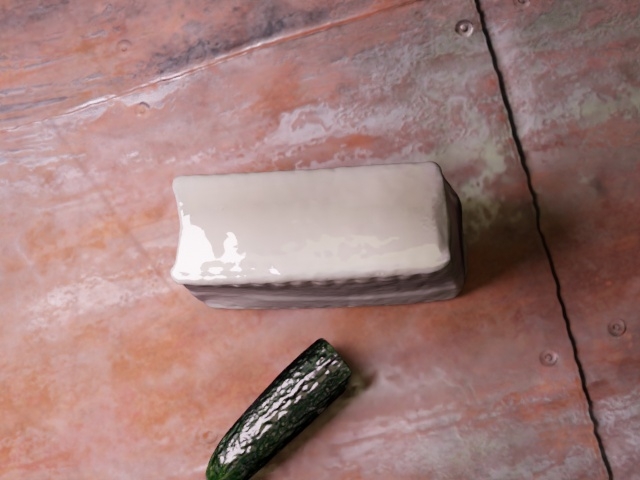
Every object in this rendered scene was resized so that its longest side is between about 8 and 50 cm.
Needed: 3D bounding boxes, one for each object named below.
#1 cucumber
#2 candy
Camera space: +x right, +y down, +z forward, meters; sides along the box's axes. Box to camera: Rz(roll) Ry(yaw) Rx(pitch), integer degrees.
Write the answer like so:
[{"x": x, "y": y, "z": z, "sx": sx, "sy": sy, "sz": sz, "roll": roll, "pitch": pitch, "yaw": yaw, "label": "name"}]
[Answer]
[{"x": -0.059, "y": 0.229, "z": 1.426, "sx": 0.241, "sy": 0.074, "sz": 0.074, "roll": -44, "pitch": 80, "yaw": 1, "label": "cucumber"}, {"x": 0.000, "y": -0.001, "z": 1.383, "sx": 0.359, "sy": 0.208, "sz": 0.145, "roll": -3, "pitch": 76, "yaw": 7, "label": "candy"}]
